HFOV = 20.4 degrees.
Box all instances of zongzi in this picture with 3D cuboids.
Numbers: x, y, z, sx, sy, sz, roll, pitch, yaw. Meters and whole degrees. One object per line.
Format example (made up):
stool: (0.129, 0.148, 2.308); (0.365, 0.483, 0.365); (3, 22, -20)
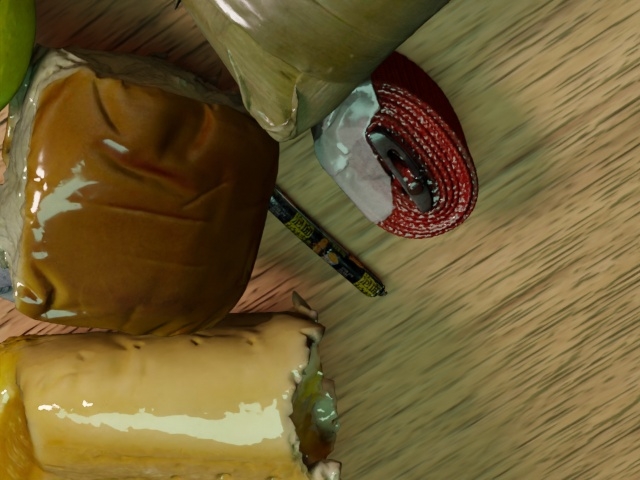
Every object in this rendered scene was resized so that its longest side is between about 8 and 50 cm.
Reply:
zongzi: (-0.027, -0.339, 1.559); (0.356, 0.174, 0.393); (-39, 92, 27)

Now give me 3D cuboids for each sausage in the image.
sausage: (0.000, 0.000, 1.867); (0.198, 0.025, 0.028); (42, 154, -24)

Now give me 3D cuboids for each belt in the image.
belt: (0.073, -0.094, 1.763); (0.128, 0.124, 0.201); (-35, 117, 14)

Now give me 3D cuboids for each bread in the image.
bread: (-0.183, -0.045, 1.660); (0.279, 0.225, 0.250); (7, 107, -40)
bread: (-0.173, 0.210, 1.857); (0.394, 0.250, 0.361); (0, 126, 1)

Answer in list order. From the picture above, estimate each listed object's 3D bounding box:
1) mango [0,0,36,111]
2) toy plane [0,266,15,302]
mango: (-0.343, -0.222, 1.606); (0.149, 0.273, 0.185); (-4, 147, -28)
toy plane: (-0.349, 0.020, 1.775); (0.267, 0.088, 0.212); (-12, 120, -21)
